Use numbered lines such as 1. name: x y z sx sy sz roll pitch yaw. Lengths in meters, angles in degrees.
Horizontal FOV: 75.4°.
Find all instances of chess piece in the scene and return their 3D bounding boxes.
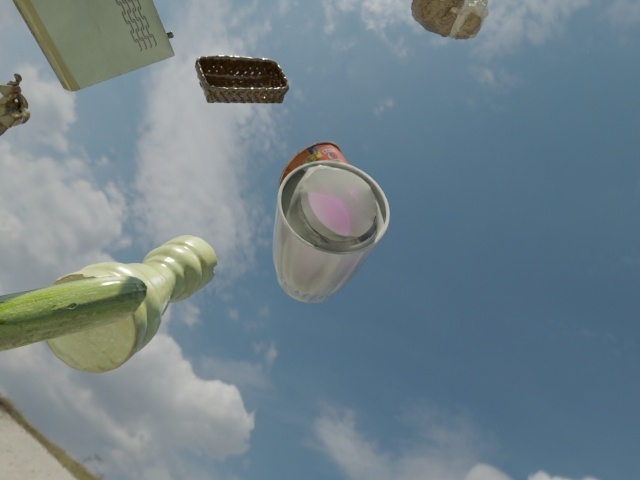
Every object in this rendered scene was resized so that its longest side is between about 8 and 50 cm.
1. chess piece: -0.429 0.119 1.039 0.234 0.442 0.233 3 -75 12

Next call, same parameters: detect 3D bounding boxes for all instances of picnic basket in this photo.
1. picnic basket: -0.168 -0.339 0.886 0.110 0.194 0.055 66 -34 23

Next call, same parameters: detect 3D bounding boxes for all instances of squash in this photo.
1. squash: -0.335 0.090 0.533 0.069 0.239 0.069 8 -78 39

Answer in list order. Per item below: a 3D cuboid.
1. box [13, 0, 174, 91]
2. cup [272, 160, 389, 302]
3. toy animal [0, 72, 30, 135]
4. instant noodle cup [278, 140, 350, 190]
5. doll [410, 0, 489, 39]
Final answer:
1. box: -0.367 -0.397 0.643 0.045 0.211 0.270 33 -31 47
2. cup: 0.000 0.000 1.048 0.253 0.253 0.371 40 -31 11
3. toy animal: -0.873 -0.304 1.091 0.097 0.312 0.157 54 -8 -19
4. instant noodle cup: 0.019 -0.159 1.326 0.192 0.250 0.250 53 -49 27
5. doll: 0.263 -0.510 0.901 0.115 0.221 0.105 -21 -121 61
